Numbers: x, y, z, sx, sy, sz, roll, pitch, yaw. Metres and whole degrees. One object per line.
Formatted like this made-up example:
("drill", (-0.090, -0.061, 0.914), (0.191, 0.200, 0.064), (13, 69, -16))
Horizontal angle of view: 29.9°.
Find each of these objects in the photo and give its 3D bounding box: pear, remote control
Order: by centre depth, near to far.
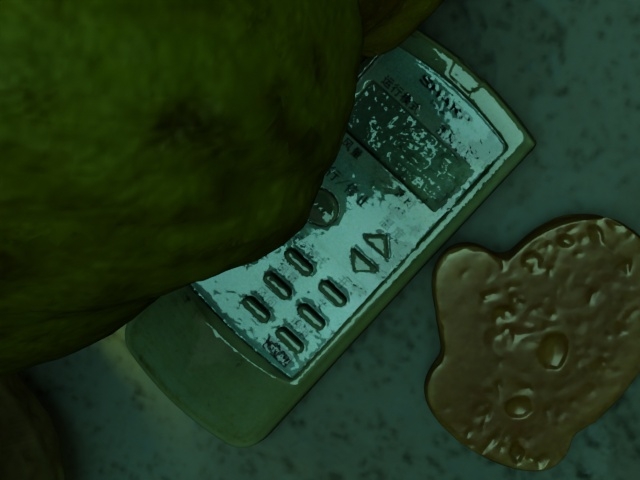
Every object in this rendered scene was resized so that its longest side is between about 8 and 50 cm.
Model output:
("pear", (-0.191, -0.116, 0.420), (0.414, 0.352, 0.351), (21, 100, -14))
("remote control", (0.000, 0.000, 0.619), (0.098, 0.038, 0.233), (43, 101, 3))

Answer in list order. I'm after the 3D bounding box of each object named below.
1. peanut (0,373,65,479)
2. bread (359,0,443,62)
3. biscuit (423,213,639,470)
("peanut", (-0.194, 0.099, 0.637), (0.100, 0.099, 0.214), (-28, 86, 13))
("bread", (-0.004, -0.139, 0.560), (0.233, 0.088, 0.160), (-49, 58, 24))
("biscuit", (0.106, 0.043, 0.606), (0.118, 0.023, 0.140), (40, 103, -5))
